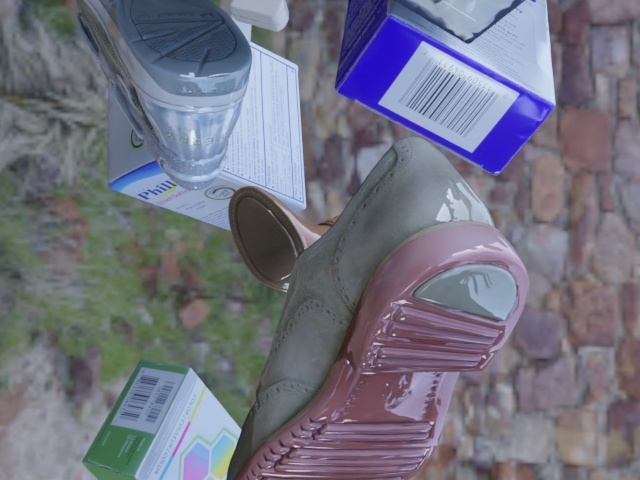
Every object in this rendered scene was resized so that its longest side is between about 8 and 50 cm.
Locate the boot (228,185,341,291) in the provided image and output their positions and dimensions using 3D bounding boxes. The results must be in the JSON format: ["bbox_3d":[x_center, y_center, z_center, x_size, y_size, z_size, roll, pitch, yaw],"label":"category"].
[{"bbox_3d":[0.000,0.000,1.807,0.109,0.283,0.220,-43,-174,32],"label":"boot"}]

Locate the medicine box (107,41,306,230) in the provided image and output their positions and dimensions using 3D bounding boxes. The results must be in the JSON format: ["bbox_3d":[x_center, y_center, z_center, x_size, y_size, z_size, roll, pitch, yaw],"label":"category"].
[{"bbox_3d":[-0.175,-0.182,1.901,0.289,0.149,0.263,20,58,-43],"label":"medicine box"}]

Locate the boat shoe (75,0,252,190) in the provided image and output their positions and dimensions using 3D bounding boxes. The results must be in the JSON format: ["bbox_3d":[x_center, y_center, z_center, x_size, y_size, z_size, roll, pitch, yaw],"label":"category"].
[{"bbox_3d":[-0.132,-0.160,0.969,0.320,0.118,0.103,-124,-145,-50],"label":"boat shoe"}]

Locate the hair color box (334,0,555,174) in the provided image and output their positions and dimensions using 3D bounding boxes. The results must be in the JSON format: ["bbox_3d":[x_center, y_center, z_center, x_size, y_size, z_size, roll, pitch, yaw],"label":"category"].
[{"bbox_3d":[0.129,-0.235,1.247,0.110,0.185,0.338,-52,-162,38],"label":"hair color box"}]

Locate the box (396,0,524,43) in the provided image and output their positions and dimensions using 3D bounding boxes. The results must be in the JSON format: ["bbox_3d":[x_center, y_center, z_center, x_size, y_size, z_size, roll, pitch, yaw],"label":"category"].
[{"bbox_3d":[0.093,-0.365,0.924,0.312,0.343,0.179,-36,-139,40],"label":"box"}]

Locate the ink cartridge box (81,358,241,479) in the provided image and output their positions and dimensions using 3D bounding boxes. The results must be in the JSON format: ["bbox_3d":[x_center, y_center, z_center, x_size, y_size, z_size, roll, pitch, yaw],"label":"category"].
[{"bbox_3d":[-0.118,0.210,1.101,0.109,0.062,0.209,-63,144,-30],"label":"ink cartridge box"}]

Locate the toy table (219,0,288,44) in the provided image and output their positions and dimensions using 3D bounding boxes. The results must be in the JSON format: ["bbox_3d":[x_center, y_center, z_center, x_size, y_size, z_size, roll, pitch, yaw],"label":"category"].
[{"bbox_3d":[-0.116,-0.352,1.537,0.161,0.274,0.252,-56,135,-21],"label":"toy table"}]

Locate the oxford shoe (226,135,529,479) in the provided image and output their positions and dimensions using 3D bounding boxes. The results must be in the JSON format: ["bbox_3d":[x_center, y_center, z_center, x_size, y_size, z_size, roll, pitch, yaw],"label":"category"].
[{"bbox_3d":[0.023,0.092,0.946,0.397,0.140,0.146,-56,-141,38],"label":"oxford shoe"}]
